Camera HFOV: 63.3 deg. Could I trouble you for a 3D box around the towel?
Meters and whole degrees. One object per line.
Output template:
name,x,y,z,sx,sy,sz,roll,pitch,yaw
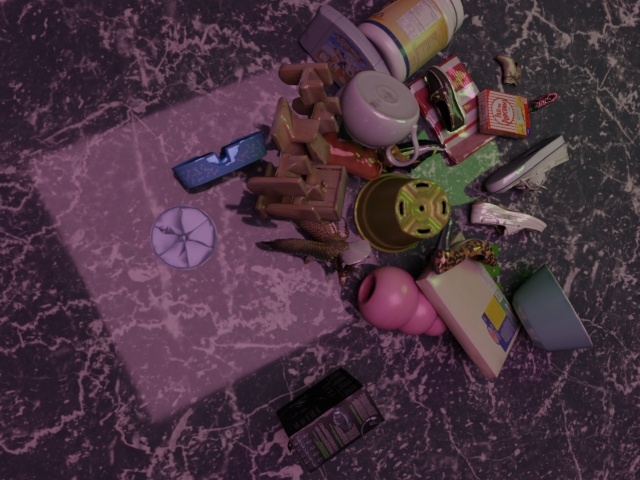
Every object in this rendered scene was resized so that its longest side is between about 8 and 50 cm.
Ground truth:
towel,0.474,-0.458,1.820,0.237,0.037,0.329,-36,98,-12

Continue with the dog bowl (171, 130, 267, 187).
dog bowl,-0.296,-0.243,1.569,0.297,0.166,0.074,-26,108,-13

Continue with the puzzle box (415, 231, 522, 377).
puzzle box,0.497,0.209,1.703,0.409,0.052,0.272,54,49,-9

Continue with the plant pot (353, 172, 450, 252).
plant pot,0.274,-0.093,1.656,0.276,0.254,0.276,0,90,-14

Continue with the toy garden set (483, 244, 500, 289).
toy garden set,0.529,0.143,1.825,0.204,0.049,0.244,-4,91,-16

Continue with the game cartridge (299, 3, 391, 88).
game cartridge,0.077,-0.583,1.639,0.297,0.198,0.062,45,68,-9

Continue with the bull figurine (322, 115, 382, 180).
bull figurine,0.064,-0.302,1.682,0.310,0.101,0.188,18,83,-15

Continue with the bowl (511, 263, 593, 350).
bowl,0.772,0.254,1.780,0.163,0.311,0.311,-30,98,17

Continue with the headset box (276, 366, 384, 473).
headset box,0.013,0.543,1.590,0.283,0.246,0.131,-31,96,-13

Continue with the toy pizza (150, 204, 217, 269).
toy pizza,-0.419,-0.010,1.597,0.201,0.032,0.201,0,90,-13

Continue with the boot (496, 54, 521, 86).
boot,0.674,-0.607,1.868,0.118,0.042,0.087,16,88,-13

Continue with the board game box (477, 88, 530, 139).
board game box,0.648,-0.443,1.833,0.193,0.045,0.146,2,80,-24

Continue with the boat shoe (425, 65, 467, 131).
boat shoe,0.412,-0.475,1.745,0.069,0.081,0.227,-33,98,-19

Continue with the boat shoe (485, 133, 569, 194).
boat shoe,0.750,-0.228,1.848,0.367,0.136,0.156,-33,100,-22

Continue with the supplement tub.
supplement tub,0.281,-0.670,1.675,0.316,0.228,0.228,-42,99,-11

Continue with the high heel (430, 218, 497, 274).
high heel,0.453,0.072,1.637,0.261,0.093,0.186,33,64,-23

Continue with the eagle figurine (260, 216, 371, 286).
eagle figurine,-0.008,0.007,1.623,0.298,0.226,0.225,40,101,-15

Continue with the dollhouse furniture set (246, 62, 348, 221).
dollhouse furniture set,-0.092,-0.221,1.444,0.256,0.394,0.362,4,66,17

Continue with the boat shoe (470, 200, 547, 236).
boat shoe,0.657,-0.059,1.835,0.277,0.098,0.096,15,86,-4

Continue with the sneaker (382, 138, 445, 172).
sneaker,0.311,-0.282,1.770,0.235,0.084,0.097,-11,116,-13

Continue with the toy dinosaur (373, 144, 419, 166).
toy dinosaur,0.232,-0.278,1.654,0.211,0.064,0.112,36,72,-17

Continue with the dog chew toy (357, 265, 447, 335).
dog chew toy,0.287,0.215,1.692,0.332,0.206,0.206,24,84,-20

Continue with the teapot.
teapot,0.162,-0.364,1.555,0.252,0.187,0.256,6,53,-23

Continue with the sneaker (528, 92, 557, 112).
sneaker,0.810,-0.506,1.893,0.119,0.057,0.047,-31,99,-11
